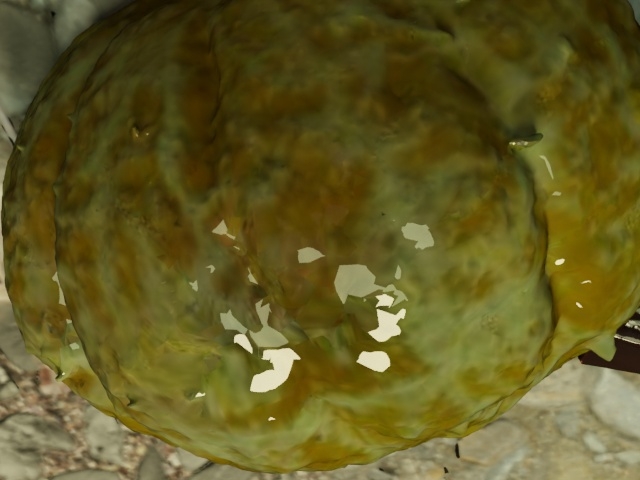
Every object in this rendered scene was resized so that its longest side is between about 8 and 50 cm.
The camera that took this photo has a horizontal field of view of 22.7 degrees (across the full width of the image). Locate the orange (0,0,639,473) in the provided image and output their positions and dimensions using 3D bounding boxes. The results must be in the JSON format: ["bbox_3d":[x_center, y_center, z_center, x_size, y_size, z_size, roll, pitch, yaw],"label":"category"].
[{"bbox_3d":[0.000,0.000,0.801,0.369,0.210,0.271,-17,117,17],"label":"orange"}]

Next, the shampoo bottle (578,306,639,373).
[{"bbox_3d":[0.204,0.041,0.919,0.236,0.068,0.067,13,154,-5],"label":"shampoo bottle"}]
